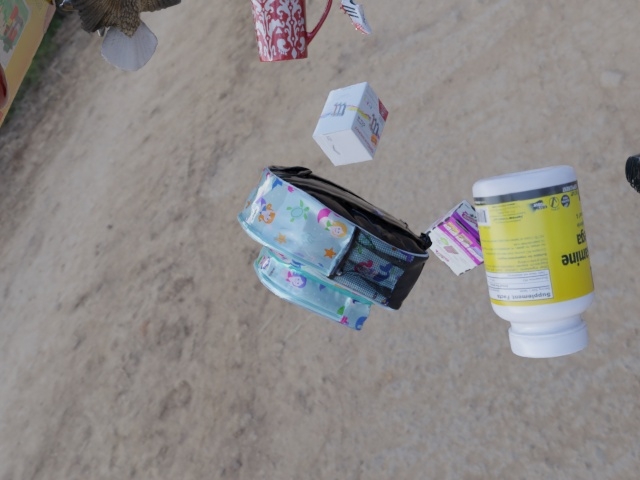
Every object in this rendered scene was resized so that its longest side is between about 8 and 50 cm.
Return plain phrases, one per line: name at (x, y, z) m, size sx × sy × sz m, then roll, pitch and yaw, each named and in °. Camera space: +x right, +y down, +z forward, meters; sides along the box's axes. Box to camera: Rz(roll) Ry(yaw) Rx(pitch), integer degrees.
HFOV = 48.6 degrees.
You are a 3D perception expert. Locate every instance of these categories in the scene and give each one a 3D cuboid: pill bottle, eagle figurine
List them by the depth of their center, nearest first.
eagle figurine at (-0.323, -0.428, 1.122) m, size 0.298 × 0.225 × 0.226 m, roll -9°, pitch 64°, yaw 61°
pill bottle at (0.402, 0.038, 1.320) m, size 0.188 × 0.333 × 0.188 m, roll -11°, pitch 5°, yaw 1°

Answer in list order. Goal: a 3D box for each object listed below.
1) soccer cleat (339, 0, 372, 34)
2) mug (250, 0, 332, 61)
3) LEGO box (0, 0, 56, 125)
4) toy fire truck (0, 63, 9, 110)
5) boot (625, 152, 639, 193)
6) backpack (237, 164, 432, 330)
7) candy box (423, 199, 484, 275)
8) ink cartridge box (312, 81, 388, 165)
soccer cleat at (0.071, -0.421, 1.322) m, size 0.036 × 0.083 × 0.029 m, roll -42°, pitch -5°, yaw 39°
mug at (-0.060, -0.419, 1.303) m, size 0.150 × 0.169 × 0.113 m, roll 3°, pitch 17°, yaw 25°
LEGO box at (-0.547, -0.294, 0.943) m, size 0.500 × 0.193 × 0.372 m, roll 157°, pitch 135°, yaw -75°
toy fire truck at (-0.212, -0.137, 0.361) m, size 0.159 × 0.217 × 0.246 m, roll -32°, pitch 53°, yaw -22°
boot at (0.670, -0.095, 1.189) m, size 0.207 × 0.094 × 0.246 m, roll -16°, pitch 41°, yaw -6°
backpack at (0.000, 0.000, 1.043) m, size 0.191 × 0.254 × 0.225 m, roll -56°, pitch 21°, yaw 6°
candy box at (0.383, -0.003, 1.925) m, size 0.071 × 0.159 × 0.233 m, roll -46°, pitch 0°, yaw -20°
ink cartridge box at (0.083, -0.310, 1.905) m, size 0.127 × 0.128 × 0.176 m, roll -5°, pitch 52°, yaw 36°
